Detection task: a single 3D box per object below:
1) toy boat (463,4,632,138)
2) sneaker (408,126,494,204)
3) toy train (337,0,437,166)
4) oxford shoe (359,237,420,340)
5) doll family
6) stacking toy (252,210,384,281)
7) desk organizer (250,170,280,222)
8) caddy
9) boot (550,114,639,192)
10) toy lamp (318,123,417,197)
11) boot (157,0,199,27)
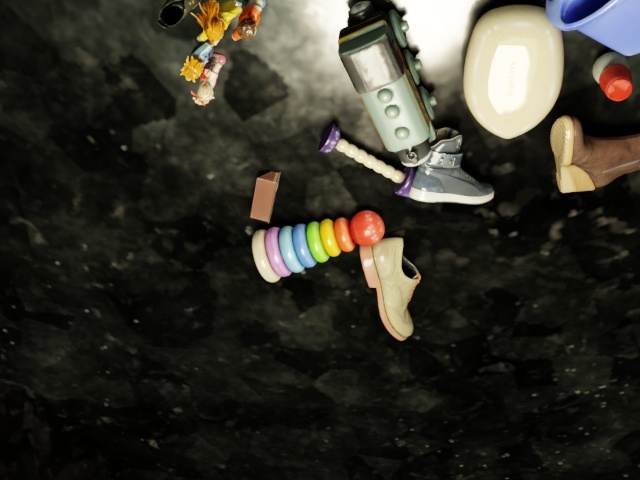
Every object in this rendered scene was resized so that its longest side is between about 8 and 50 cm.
[{"bbox_3d":[0.446,-0.330,1.220,0.318,0.148,0.267,7,126,11],"label":"toy boat"},{"bbox_3d":[0.316,-0.169,1.395,0.226,0.086,0.163,0,109,-28],"label":"sneaker"},{"bbox_3d":[0.138,-0.304,1.231,0.142,0.190,0.334,-16,127,20],"label":"toy train"},{"bbox_3d":[0.212,0.138,1.652,0.130,0.123,0.348,-15,128,12],"label":"oxford shoe"},{"bbox_3d":[-0.218,-0.389,1.215,0.118,0.163,0.263,28,128,-21],"label":"doll family"},{"bbox_3d":[0.000,0.000,1.559,0.330,0.141,0.141,-16,127,14],"label":"stacking toy"},{"bbox_3d":[-0.138,-0.111,1.528,0.050,0.047,0.130,14,131,-2],"label":"desk organizer"},{"bbox_3d":[0.525,-0.479,1.003,0.179,0.241,0.341,24,129,-22],"label":"caddy"},{"bbox_3d":[0.609,-0.206,1.314,0.207,0.090,0.248,-18,144,12],"label":"boot"},{"bbox_3d":[0.130,-0.174,1.419,0.275,0.080,0.080,25,129,-16],"label":"toy lamp"},{"bbox_3d":[-0.225,-0.486,1.154,0.077,0.137,0.198,34,125,-20],"label":"boot"}]
